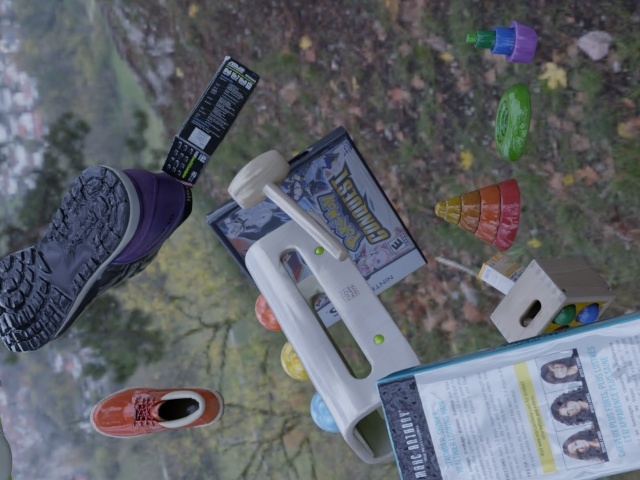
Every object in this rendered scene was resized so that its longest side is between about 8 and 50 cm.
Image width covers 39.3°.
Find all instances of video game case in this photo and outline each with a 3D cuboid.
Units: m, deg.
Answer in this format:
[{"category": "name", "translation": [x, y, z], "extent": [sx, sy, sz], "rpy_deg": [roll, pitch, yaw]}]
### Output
[{"category": "video game case", "translation": [0.000, 0.000, 1.393], "extent": [0.275, 0.248, 0.035], "rpy_deg": [55, -177, -28]}]

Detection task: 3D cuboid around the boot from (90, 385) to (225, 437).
[{"category": "boot", "translation": [-0.196, 0.193, 1.025], "extent": [0.084, 0.158, 0.059], "rpy_deg": [49, -147, -79]}]

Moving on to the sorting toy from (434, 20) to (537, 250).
[{"category": "sorting toy", "translation": [0.258, -0.168, 1.436], "extent": [0.127, 0.126, 0.366], "rpy_deg": [-107, 21, -81]}]

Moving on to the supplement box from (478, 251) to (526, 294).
[{"category": "supplement box", "translation": [0.353, 0.069, 1.665], "extent": [0.098, 0.062, 0.036], "rpy_deg": [34, 130, 23]}]

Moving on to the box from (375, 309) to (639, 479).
[{"category": "box", "translation": [0.171, 0.117, 0.637], "extent": [0.060, 0.244, 0.101], "rpy_deg": [4, -109, -74]}]

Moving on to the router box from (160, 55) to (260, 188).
[{"category": "router box", "translation": [-0.105, -0.108, 0.844], "extent": [0.092, 0.038, 0.122], "rpy_deg": [-61, 9, -17]}]

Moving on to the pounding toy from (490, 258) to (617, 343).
[{"category": "pounding toy", "translation": [0.375, 0.124, 1.398], "extent": [0.094, 0.206, 0.181], "rpy_deg": [57, 131, 36]}]

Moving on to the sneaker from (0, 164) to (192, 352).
[{"category": "sneaker", "translation": [-0.237, 0.029, 0.947], "extent": [0.283, 0.124, 0.107], "rpy_deg": [-38, 72, 32]}]

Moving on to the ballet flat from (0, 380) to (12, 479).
[{"category": "ballet flat", "translation": [-0.352, 0.178, 0.912], "extent": [0.077, 0.077, 0.231], "rpy_deg": [-25, 75, 40]}]

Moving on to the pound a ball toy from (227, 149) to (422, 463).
[{"category": "pound a ball toy", "translation": [-0.009, 0.076, 1.020], "extent": [0.319, 0.135, 0.208], "rpy_deg": [56, 178, 38]}]
